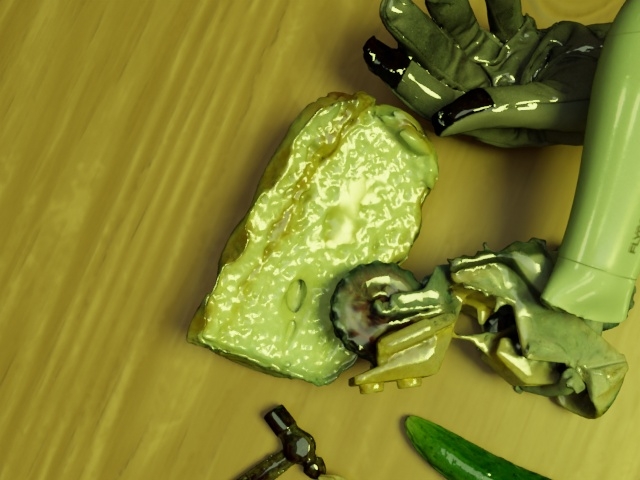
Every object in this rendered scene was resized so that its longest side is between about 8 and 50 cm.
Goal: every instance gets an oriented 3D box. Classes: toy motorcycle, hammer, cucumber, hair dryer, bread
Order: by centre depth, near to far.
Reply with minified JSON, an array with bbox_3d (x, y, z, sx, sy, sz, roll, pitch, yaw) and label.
[{"bbox_3d":[0.268,-0.035,0.462,0.237,0.075,0.206,10,99,-21],"label":"hair dryer"},{"bbox_3d":[0.124,0.068,0.491,0.229,0.094,0.129,-6,78,-10],"label":"toy motorcycle"},{"bbox_3d":[0.133,0.177,0.505,0.168,0.039,0.039,25,84,17],"label":"cucumber"},{"bbox_3d":[0.000,0.000,0.538,0.128,0.088,0.232,28,89,-9],"label":"bread"},{"bbox_3d":[-0.080,0.202,0.548,0.178,0.021,0.065,-36,75,4],"label":"hammer"}]

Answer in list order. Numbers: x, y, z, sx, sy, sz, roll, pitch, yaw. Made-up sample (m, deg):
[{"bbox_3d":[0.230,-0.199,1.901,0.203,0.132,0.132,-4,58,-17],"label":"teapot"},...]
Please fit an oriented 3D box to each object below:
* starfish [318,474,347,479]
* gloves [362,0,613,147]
[{"bbox_3d":[0.043,0.294,0.436,0.231,0.048,0.295,-21,63,-28],"label":"starfish"},{"bbox_3d":[0.173,-0.122,0.515,0.286,0.119,0.142,11,52,-2],"label":"gloves"}]
